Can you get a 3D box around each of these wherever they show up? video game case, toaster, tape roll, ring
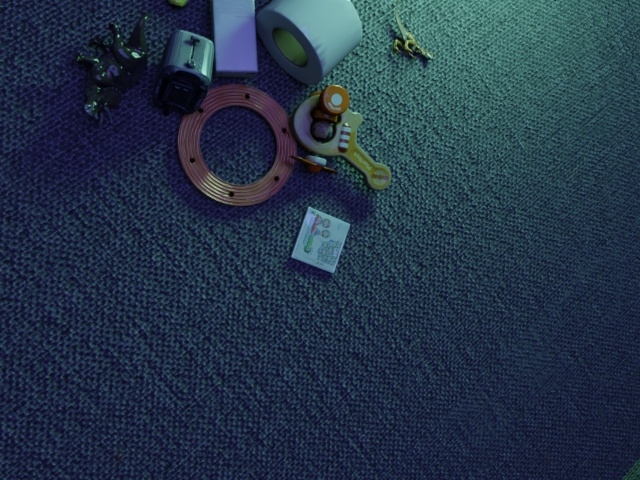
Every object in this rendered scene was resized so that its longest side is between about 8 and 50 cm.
[{"bbox_3d":[0.000,0.000,1.849,0.143,0.019,0.157,22,82,-21],"label":"video game case"},{"bbox_3d":[-0.349,-0.427,1.620,0.129,0.227,0.146,14,67,-20],"label":"toaster"},{"bbox_3d":[-0.030,-0.571,1.718,0.169,0.246,0.246,-46,106,-15],"label":"tape roll"},{"bbox_3d":[-0.228,-0.261,1.752,0.337,0.032,0.336,0,90,-23],"label":"ring"}]

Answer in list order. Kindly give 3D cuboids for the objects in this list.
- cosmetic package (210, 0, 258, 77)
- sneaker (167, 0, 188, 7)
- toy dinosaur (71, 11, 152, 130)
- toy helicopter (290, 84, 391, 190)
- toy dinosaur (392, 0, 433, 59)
[{"bbox_3d":[-0.236,-0.562,1.717,0.117,0.085,0.231,-2,92,-14],"label":"cosmetic package"},{"bbox_3d":[-0.365,-0.720,1.664,0.082,0.094,0.208,8,88,-23],"label":"sneaker"},{"bbox_3d":[-0.520,-0.443,1.607,0.160,0.121,0.313,45,69,-28],"label":"toy dinosaur"},{"bbox_3d":[0.059,-0.256,1.814,0.355,0.140,0.235,40,78,-20],"label":"toy helicopter"},{"bbox_3d":[0.262,-0.621,1.944,0.211,0.064,0.112,47,56,-25],"label":"toy dinosaur"}]
